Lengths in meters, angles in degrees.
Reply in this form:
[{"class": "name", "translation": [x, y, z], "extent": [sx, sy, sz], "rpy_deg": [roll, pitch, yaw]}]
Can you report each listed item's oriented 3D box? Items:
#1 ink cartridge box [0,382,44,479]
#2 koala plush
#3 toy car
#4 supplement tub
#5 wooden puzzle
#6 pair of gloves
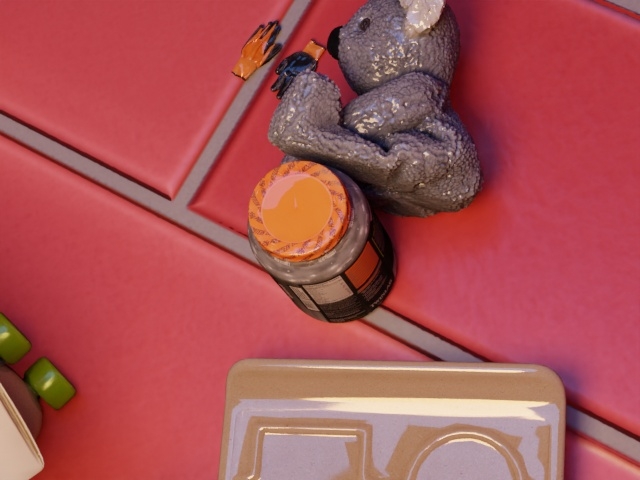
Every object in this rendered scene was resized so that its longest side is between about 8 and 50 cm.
[{"class": "ink cartridge box", "translation": [-0.463, 0.130, 1.521], "extent": [0.279, 0.160, 0.384], "rpy_deg": [-35, 45, -14]}, {"class": "koala plush", "translation": [0.075, -0.150, 1.658], "extent": [0.203, 0.196, 0.221], "rpy_deg": [13, 75, 6]}, {"class": "toy car", "translation": [-0.364, 0.132, 1.714], "extent": [0.155, 0.149, 0.188], "rpy_deg": [-43, 39, -8]}, {"class": "supplement tub", "translation": [0.000, 0.000, 1.612], "extent": [0.117, 0.190, 0.117], "rpy_deg": [-4, 70, 12]}, {"class": "wooden puzzle", "translation": [0.061, 0.287, 1.567], "extent": [0.322, 0.080, 0.348], "rpy_deg": [0, 77, 14]}, {"class": "pair of gloves", "translation": [-0.044, -0.187, 1.784], "extent": [0.083, 0.010, 0.074], "rpy_deg": [30, 80, 18]}]
